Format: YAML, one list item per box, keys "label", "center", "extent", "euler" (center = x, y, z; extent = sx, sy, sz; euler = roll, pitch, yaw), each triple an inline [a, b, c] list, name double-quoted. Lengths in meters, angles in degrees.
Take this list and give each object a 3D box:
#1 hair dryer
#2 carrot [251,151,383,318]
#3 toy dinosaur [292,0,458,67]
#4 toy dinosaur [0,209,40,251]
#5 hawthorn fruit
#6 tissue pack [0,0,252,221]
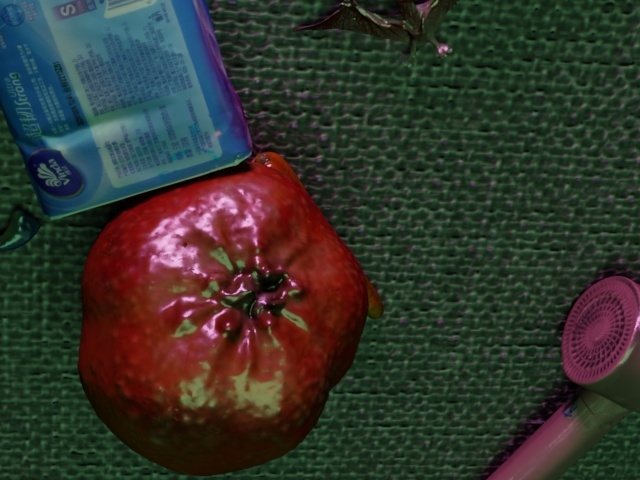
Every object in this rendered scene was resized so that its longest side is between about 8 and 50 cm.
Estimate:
- label: "hair dryer"
  center: [0.313, 0.208, 1.685]
  extent: [0.210, 0.125, 0.352]
  euler: [25, 123, -26]
- label: "carrot"
  center: [0.000, 0.000, 1.516]
  extent: [0.043, 0.043, 0.248]
  euler: [-32, 124, 8]
- label: "toy dinosaur"
  center: [0.083, -0.209, 1.393]
  extent: [0.220, 0.032, 0.108]
  euler: [-13, 143, 9]
- label: "toy dinosaur"
  center: [-0.411, 0.042, 1.439]
  extent: [0.188, 0.075, 0.248]
  euler: [26, 107, -33]
- label: "hawthorn fruit"
  center: [-0.111, 0.080, 1.419]
  extent: [0.287, 0.287, 0.330]
  euler: [5, 165, -20]
- label: "tissue pack"
  center: [-0.192, -0.180, 1.297]
  extent: [0.198, 0.146, 0.263]
  euler: [-17, 124, 0]
